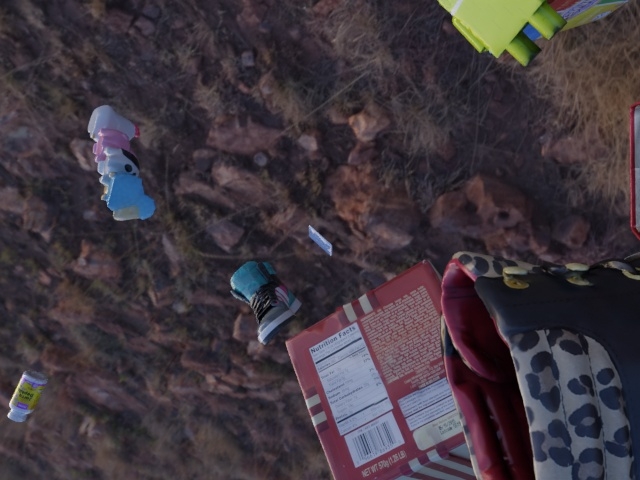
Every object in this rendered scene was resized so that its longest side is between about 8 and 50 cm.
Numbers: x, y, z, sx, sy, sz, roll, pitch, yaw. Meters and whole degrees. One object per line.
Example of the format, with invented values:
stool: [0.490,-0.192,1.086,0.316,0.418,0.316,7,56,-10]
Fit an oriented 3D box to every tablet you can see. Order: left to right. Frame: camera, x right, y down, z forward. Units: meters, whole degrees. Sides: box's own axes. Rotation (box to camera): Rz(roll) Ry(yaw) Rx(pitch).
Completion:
tablet: [0.000,0.000,1.582,0.083,0.006,0.054,43,157,23]

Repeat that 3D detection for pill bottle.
pill bottle: [-0.518,0.275,1.098,0.043,0.083,0.043,24,179,1]

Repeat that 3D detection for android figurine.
android figurine: [0.305,-0.441,1.109,0.273,0.056,0.248,47,161,7]

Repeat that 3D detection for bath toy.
bath toy: [-0.497,-0.199,1.552,0.129,0.348,0.151,9,128,-35]

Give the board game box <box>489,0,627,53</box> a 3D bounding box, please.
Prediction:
board game box: [0.499,-0.476,1.191,0.064,0.317,0.242,67,161,3]

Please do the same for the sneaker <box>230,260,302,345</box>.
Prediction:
sneaker: [-0.142,0.138,1.505,0.124,0.295,0.178,-44,91,6]

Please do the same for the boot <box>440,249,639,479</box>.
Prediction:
boot: [0.225,0.019,0.418,0.284,0.377,0.138,-4,157,-6]

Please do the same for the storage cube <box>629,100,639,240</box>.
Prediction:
storage cube: [0.507,-0.093,0.787,0.193,0.215,0.183,-1,98,22]

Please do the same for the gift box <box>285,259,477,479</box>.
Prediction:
gift box: [0.130,0.226,0.815,0.255,0.276,0.258,-28,147,14]
